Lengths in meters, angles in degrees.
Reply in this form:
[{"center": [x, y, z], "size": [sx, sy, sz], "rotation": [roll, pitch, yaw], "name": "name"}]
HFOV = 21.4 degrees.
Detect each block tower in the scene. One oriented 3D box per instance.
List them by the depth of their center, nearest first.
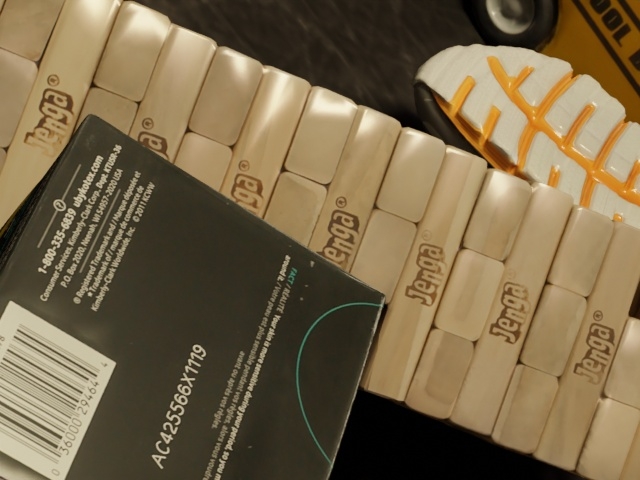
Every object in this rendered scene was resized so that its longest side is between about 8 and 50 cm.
[{"center": [0.000, 0.000, 0.595], "size": [0.335, 0.091, 0.097], "rotation": [21, 86, -17], "name": "block tower"}]

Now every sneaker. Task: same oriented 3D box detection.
[{"center": [0.119, 0.001, 0.737], "size": [0.215, 0.083, 0.084], "rotation": [42, 46, 0], "name": "sneaker"}]

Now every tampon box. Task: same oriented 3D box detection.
[{"center": [-0.077, 0.068, 0.487], "size": [0.101, 0.161, 0.120], "rotation": [33, 46, -15], "name": "tampon box"}]

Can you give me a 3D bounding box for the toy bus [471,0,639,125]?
[{"center": [0.110, -0.200, 0.824], "size": [0.108, 0.130, 0.332], "rotation": [-27, 80, -44], "name": "toy bus"}]
